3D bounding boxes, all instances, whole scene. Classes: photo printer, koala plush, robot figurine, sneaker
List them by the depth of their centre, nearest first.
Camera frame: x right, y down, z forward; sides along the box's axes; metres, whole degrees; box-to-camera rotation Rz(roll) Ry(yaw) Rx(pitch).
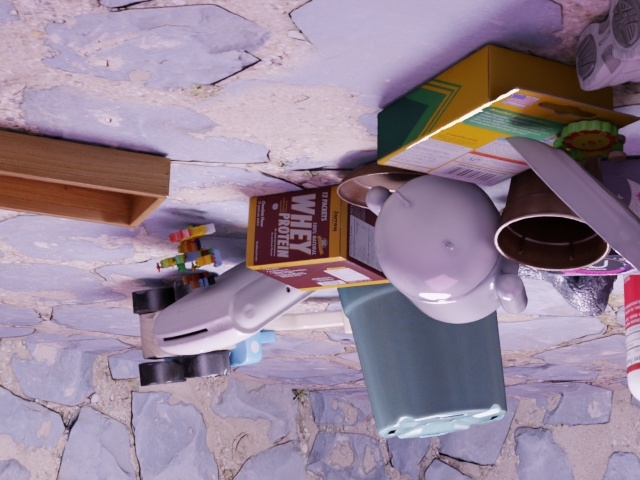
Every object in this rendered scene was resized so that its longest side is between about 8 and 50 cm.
[{"bbox_3d":[0.381,-0.237,1.373,0.115,0.090,0.232,-2,174,-10],"label":"sneaker"},{"bbox_3d":[0.201,0.014,1.900,0.300,0.200,0.353,32,176,23],"label":"robot figurine"},{"bbox_3d":[0.404,0.021,2.100,0.221,0.203,0.196,8,167,21],"label":"koala plush"},{"bbox_3d":[-0.165,0.122,2.356,0.256,0.107,0.307,-16,-169,44],"label":"photo printer"}]

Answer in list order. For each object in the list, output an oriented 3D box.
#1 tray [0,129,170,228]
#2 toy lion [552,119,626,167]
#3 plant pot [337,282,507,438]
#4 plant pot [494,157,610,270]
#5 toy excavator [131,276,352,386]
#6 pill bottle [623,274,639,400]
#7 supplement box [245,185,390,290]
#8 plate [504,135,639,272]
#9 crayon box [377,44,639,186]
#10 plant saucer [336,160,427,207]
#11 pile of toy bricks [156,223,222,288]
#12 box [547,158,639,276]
[{"bbox_3d":[-0.466,-0.106,1.914,0.411,0.076,0.203,9,163,-22],"label":"tray"},{"bbox_3d":[0.341,-0.126,1.542,0.100,0.034,0.096,-14,153,42],"label":"toy lion"},{"bbox_3d":[0.208,0.199,2.337,0.341,0.334,0.341,-8,163,-2],"label":"plant pot"},{"bbox_3d":[0.345,-0.065,1.762,0.167,0.165,0.167,8,151,4],"label":"plant pot"},{"bbox_3d":[-0.149,0.191,2.764,0.433,0.222,0.445,-12,173,39],"label":"toy excavator"},{"bbox_3d":[0.659,0.165,2.132,0.229,0.408,0.229,1,164,0],"label":"pill bottle"},{"bbox_3d":[0.000,0.000,2.130,0.191,0.129,0.194,-7,162,29],"label":"supplement box"},{"bbox_3d":[0.382,-0.013,1.504,0.045,0.278,0.277,-47,127,12],"label":"plate"},{"bbox_3d":[0.243,-0.167,1.605,0.203,0.083,0.323,9,163,-27],"label":"crayon box"},{"bbox_3d":[0.126,-0.093,1.960,0.198,0.036,0.198,2,165,0],"label":"plant saucer"},{"bbox_3d":[-0.260,0.035,2.274,0.105,0.118,0.212,-13,176,-16],"label":"pile of toy bricks"},{"bbox_3d":[0.480,-0.034,1.898,0.247,0.163,0.142,-2,165,12],"label":"box"}]
